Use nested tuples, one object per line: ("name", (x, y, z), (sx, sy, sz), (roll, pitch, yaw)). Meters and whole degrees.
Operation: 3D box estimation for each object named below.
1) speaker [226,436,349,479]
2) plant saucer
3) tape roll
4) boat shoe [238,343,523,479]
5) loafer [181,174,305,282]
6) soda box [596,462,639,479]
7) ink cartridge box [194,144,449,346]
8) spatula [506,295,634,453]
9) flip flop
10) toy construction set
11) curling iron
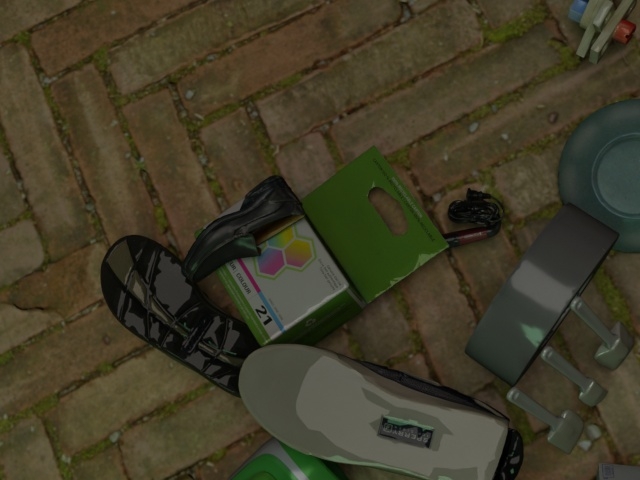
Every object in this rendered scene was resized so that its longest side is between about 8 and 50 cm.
("speaker", (-0.102, 0.367, 1.338), (0.296, 0.131, 0.131), (-44, 77, -1))
("plant saucer", (0.392, -0.080, 1.364), (0.195, 0.037, 0.195), (1, 93, 18))
("tape roll", (0.260, 0.064, 1.291), (0.072, 0.219, 0.219), (34, 86, 15))
("boat shoe", (0.075, 0.213, 1.324), (0.341, 0.158, 0.127), (20, 90, 11))
("loafer", (-0.094, -0.004, 1.329), (0.170, 0.062, 0.061), (-43, 69, 1))
("soda box", (0.346, 0.349, 1.232), (0.069, 0.216, 0.074), (5, 121, 10))
("ink cartridge box", (0.000, 0.000, 1.383), (0.255, 0.097, 0.189), (-36, 64, 4))
("spatula", (0.293, 0.151, 1.268), (0.019, 0.242, 0.168), (35, 89, 38))
("flip flop", (-0.170, 0.104, 1.428), (0.277, 0.080, 0.112), (37, 82, -2))
("toy construction set", (0.288, -0.385, 1.406), (0.328, 0.151, 0.215), (38, 62, 5))
("curling iron", (0.107, 0.003, 1.423), (0.274, 0.035, 0.068), (-21, 56, 9))
